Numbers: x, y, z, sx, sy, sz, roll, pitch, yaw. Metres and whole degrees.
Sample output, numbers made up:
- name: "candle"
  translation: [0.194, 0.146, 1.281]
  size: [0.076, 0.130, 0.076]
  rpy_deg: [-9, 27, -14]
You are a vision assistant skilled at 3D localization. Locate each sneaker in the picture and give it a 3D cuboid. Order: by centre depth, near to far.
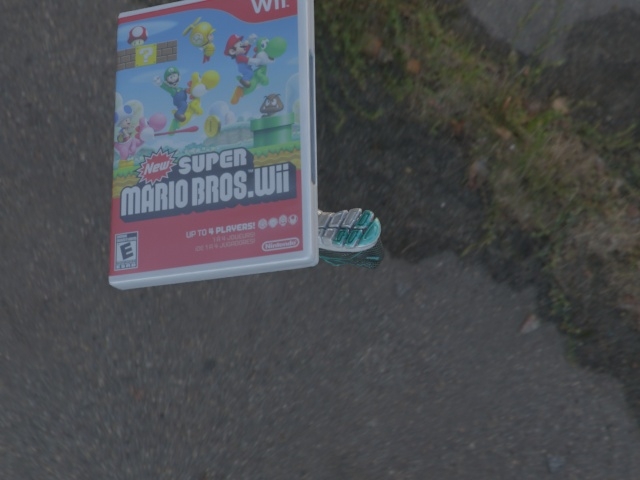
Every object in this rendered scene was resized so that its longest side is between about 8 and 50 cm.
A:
- name: "sneaker"
  translation: [0.000, 0.000, 1.401]
  size: [0.166, 0.076, 0.065]
  rpy_deg: [13, 61, 32]

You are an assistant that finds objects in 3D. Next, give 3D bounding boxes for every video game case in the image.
- name: "video game case"
  translation: [-0.102, -0.102, 1.175]
  size: [0.204, 0.025, 0.285]
  rpy_deg: [-8, 70, 18]
